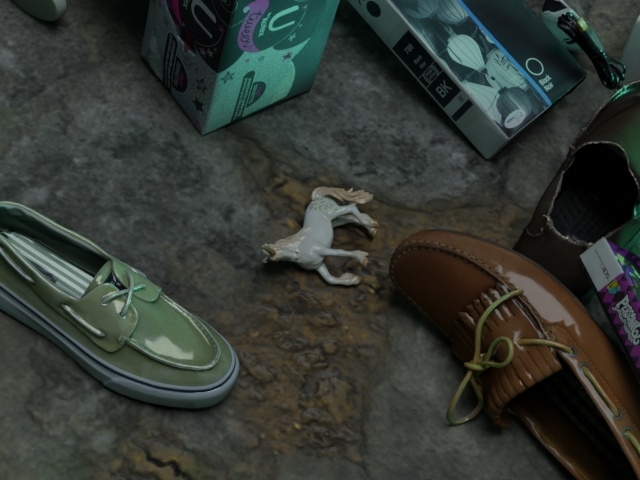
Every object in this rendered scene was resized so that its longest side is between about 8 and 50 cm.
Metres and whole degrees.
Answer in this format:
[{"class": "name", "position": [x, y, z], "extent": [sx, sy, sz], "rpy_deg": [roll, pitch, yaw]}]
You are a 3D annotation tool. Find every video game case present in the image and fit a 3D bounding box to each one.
[{"class": "video game case", "position": [0.381, 0.116, 1.633], "extent": [0.232, 0.042, 0.210], "rpy_deg": [24, 34, -42]}]

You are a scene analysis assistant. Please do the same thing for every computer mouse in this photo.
[{"class": "computer mouse", "position": [0.304, -0.247, 1.922], "extent": [0.106, 0.042, 0.193], "rpy_deg": [44, 11, -19]}]

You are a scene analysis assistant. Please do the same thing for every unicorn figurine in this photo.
[{"class": "unicorn figurine", "position": [0.000, 0.000, 1.703], "extent": [0.111, 0.060, 0.162], "rpy_deg": [18, 36, 0]}]

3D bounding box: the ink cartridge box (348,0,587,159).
[{"class": "ink cartridge box", "position": [0.149, -0.268, 1.876], "extent": [0.332, 0.065, 0.165], "rpy_deg": [48, 58, 4]}]

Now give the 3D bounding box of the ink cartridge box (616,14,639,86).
[{"class": "ink cartridge box", "position": [0.526, -0.224, 1.943], "extent": [0.273, 0.115, 0.198], "rpy_deg": [29, 53, 14]}]

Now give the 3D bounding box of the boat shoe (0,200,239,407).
[{"class": "boat shoe", "position": [-0.217, 0.065, 1.570], "extent": [0.302, 0.094, 0.109], "rpy_deg": [26, 53, 5]}]

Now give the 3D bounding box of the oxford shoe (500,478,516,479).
[{"class": "oxford shoe", "position": [0.145, 0.320, 1.475], "extent": [0.097, 0.098, 0.271], "rpy_deg": [28, 53, 7]}]

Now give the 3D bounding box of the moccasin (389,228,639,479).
[{"class": "moccasin", "position": [0.213, 0.137, 1.614], "extent": [0.380, 0.139, 0.147], "rpy_deg": [47, 48, 9]}]

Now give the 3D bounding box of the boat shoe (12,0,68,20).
[{"class": "boat shoe", "position": [-0.353, -0.344, 1.840], "extent": [0.081, 0.079, 0.227], "rpy_deg": [-35, 66, -27]}]

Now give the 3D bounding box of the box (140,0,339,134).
[{"class": "box", "position": [-0.085, -0.258, 1.740], "extent": [0.163, 0.247, 0.142], "rpy_deg": [-26, 66, -28]}]

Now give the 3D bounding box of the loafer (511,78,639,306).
[{"class": "loafer", "position": [0.332, -0.065, 1.781], "extent": [0.134, 0.130, 0.366], "rpy_deg": [29, 53, 7]}]
